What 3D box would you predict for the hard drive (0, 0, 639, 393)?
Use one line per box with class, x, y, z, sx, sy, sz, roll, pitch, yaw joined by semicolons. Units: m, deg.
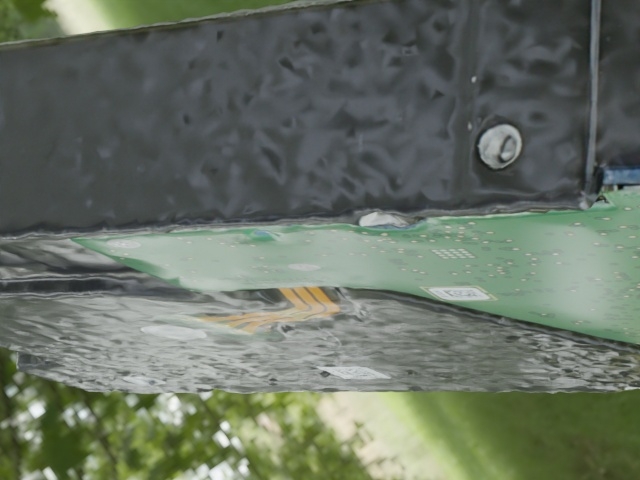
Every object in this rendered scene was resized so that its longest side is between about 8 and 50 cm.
hard drive;0.000;0.000;0.460;0.237;0.339;0.064;29;-117;-58
